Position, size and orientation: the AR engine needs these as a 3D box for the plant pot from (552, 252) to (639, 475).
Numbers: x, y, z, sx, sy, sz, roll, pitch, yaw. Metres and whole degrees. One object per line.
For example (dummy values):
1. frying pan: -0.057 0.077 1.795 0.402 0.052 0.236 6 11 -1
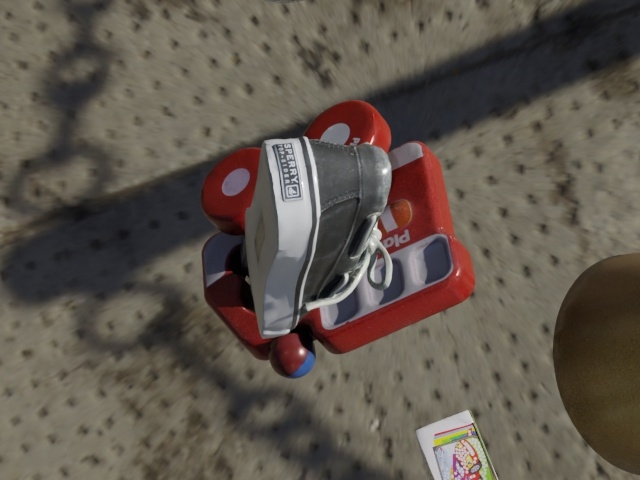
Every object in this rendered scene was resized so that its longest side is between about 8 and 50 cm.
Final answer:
1. plant pot: 0.400 0.102 1.652 0.237 0.254 0.237 8 73 -27

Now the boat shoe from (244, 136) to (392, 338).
1. boat shoe: -0.001 -0.004 1.303 0.105 0.306 0.113 -6 67 -8

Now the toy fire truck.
1. toy fire truck: 0.008 0.016 1.783 0.302 0.254 0.169 -25 134 17

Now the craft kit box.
1. craft kit box: 0.157 0.299 1.417 0.061 0.250 0.246 -19 62 0

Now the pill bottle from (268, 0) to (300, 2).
1. pill bottle: 0.044 -0.309 1.325 0.188 0.334 0.188 3 84 -34
